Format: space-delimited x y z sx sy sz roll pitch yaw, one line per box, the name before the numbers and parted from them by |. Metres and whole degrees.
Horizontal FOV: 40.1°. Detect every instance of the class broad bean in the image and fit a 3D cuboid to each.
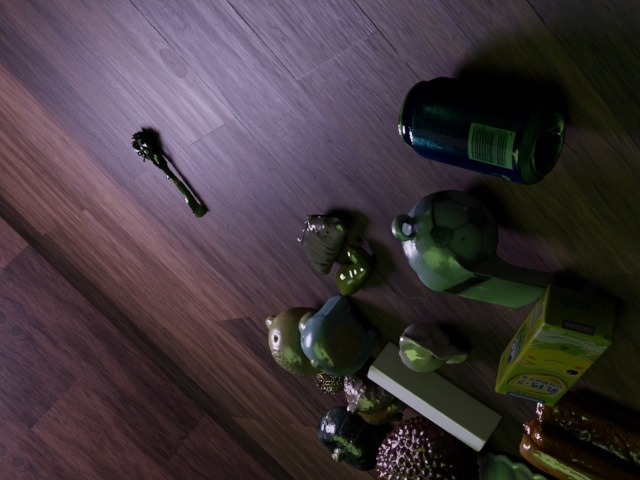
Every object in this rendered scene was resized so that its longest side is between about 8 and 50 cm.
broad bean | 0.067 0.070 1.791 0.070 0.048 0.213 34 154 11

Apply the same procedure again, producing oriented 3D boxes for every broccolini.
broccolini | -0.352 -0.143 2.017 0.254 0.058 0.071 58 -168 -28

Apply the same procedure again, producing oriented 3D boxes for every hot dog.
hot dog | 0.532 0.391 1.571 0.349 0.158 0.117 21 167 27

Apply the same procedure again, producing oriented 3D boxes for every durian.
durian | 0.021 0.369 2.323 0.110 0.071 0.140 42 160 -3

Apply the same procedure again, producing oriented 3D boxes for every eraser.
eraser | 0.252 0.347 1.959 0.298 0.078 0.076 33 154 14

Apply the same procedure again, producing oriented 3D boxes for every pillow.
pillow | 0.000 -0.001 1.765 0.093 0.051 0.241 32 155 5

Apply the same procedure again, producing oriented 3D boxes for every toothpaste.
toothpaste | 0.386 0.182 1.466 0.110 0.077 0.327 13 151 3

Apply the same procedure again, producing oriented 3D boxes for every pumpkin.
pumpkin | 0.087 0.549 2.425 0.212 0.152 0.211 22 160 8

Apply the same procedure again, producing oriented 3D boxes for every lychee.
lychee | 0.254 0.517 2.051 0.271 0.271 0.271 31 154 18

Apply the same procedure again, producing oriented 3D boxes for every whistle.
whistle | 0.231 0.004 1.385 0.290 0.163 0.163 12 169 -30

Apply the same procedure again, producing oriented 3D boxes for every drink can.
drink can | 0.211 -0.149 1.158 0.205 0.118 0.118 21 149 36

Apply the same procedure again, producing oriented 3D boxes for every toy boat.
toy boat | 0.475 0.599 2.041 0.290 0.100 0.199 5 138 54

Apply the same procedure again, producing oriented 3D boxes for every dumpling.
dumpling | 0.229 0.223 1.768 0.134 0.099 0.169 13 148 20

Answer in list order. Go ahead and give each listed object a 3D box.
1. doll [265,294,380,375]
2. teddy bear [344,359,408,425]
doll | -0.010 0.233 2.035 0.177 0.161 0.261 48 151 -20
teddy bear | 0.130 0.383 2.132 0.177 0.140 0.190 19 156 32
